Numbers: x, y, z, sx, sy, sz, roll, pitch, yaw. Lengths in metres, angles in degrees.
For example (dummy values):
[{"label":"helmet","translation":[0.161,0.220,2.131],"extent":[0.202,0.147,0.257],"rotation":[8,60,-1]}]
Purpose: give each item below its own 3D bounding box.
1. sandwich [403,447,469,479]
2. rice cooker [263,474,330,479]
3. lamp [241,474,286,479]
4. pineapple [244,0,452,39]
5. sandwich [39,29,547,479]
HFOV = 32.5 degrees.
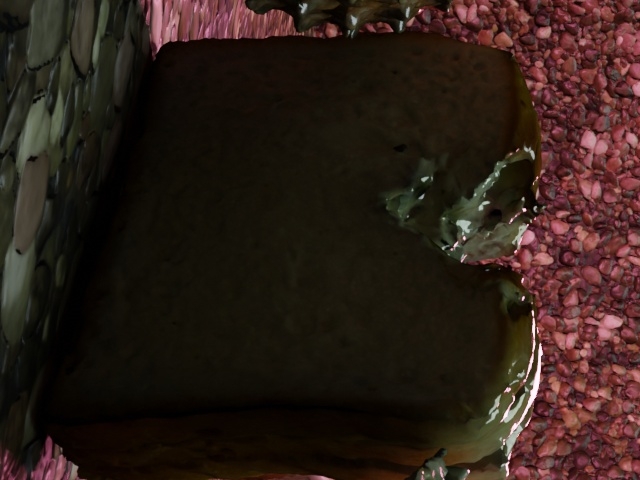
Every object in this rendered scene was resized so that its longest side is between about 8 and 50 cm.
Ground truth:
[{"label":"sandwich","translation":[-0.025,0.236,0.457],"extent":[0.325,0.131,0.262],"rotation":[-40,167,-17]},{"label":"rice cooker","translation":[-0.071,0.405,1.347],"extent":[0.226,0.244,0.226],"rotation":[168,-90,-78]},{"label":"lamp","translation":[-0.039,0.071,0.812],"extent":[0.223,0.196,0.223],"rotation":[-39,-159,18]},{"label":"pineapple","translation":[-0.003,-0.190,0.495],"extent":[0.362,0.202,0.202],"rotation":[-50,151,-75]},{"label":"sandwich","translation":[0.000,0.001,0.615],"extent":[0.095,0.249,0.273],"rotation":[73,21,-51]}]
